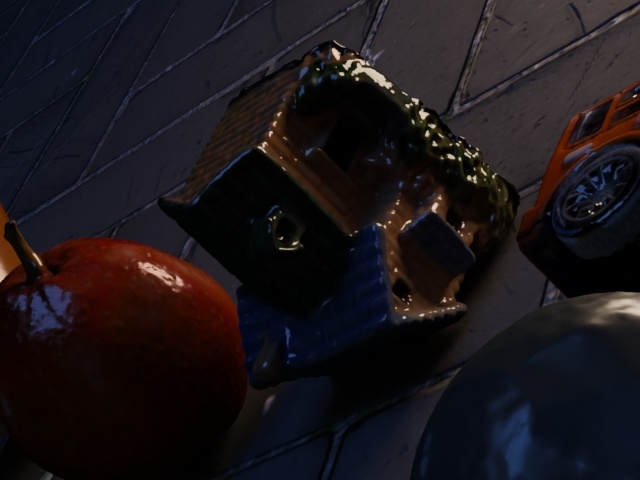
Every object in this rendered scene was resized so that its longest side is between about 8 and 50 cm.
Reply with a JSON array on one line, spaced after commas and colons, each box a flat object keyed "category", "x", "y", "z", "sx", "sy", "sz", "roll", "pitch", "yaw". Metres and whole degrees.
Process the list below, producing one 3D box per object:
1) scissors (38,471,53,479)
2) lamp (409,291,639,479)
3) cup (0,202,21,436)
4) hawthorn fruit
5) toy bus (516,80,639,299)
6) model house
[{"category": "scissors", "x": -0.278, "y": 0.272, "z": 1.419, "sx": 0.144, "sy": 0.017, "sz": 0.247, "roll": -27, "pitch": 27, "yaw": 39}, {"category": "lamp", "x": 0.090, "y": 0.164, "z": 0.714, "sx": 0.314, "sy": 0.182, "sz": 0.182, "roll": -55, "pitch": 23, "yaw": -16}, {"category": "cup", "x": -0.315, "y": 0.053, "z": 1.555, "sx": 0.182, "sy": 0.264, "sz": 0.226, "roll": -22, "pitch": -9, "yaw": -3}, {"category": "hawthorn fruit", "x": -0.159, "y": 0.069, "z": 1.285, "sx": 0.196, "sy": 0.225, "sz": 0.196, "roll": -25, "pitch": 34, "yaw": 19}, {"category": "toy bus", "x": 0.261, "y": -0.050, "z": 0.837, "sx": 0.329, "sy": 0.143, "sz": 0.153, "roll": -29, "pitch": 27, "yaw": 40}, {"category": "model house", "x": 0.000, "y": 0.000, "z": 1.168, "sx": 0.166, "sy": 0.183, "sz": 0.172, "roll": -25, "pitch": 27, "yaw": 44}]
